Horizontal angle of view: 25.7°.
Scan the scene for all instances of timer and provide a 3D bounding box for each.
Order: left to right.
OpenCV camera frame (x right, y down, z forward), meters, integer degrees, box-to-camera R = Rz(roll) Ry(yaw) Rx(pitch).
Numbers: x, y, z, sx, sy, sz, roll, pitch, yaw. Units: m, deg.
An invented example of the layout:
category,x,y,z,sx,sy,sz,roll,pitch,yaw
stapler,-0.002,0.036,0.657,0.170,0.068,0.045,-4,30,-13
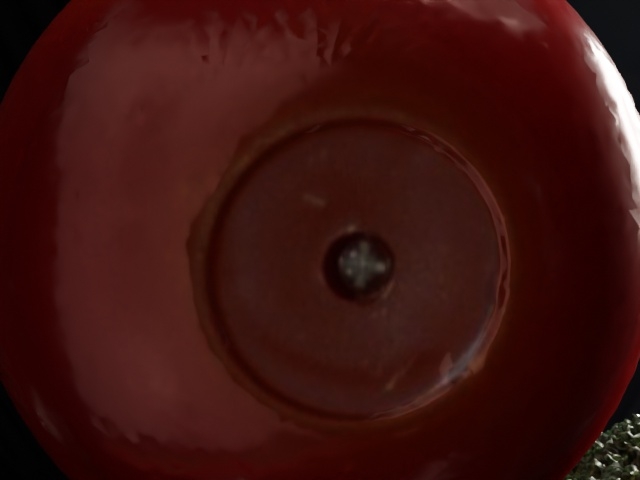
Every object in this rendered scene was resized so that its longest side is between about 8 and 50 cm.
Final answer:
category,x,y,z,sx,sy,sz,roll,pitch,yaw
timer,0.000,0.000,0.782,0.378,0.378,0.279,-26,-171,-1

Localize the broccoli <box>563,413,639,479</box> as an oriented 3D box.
category,x,y,z,sx,sy,sz,roll,pitch,yaw
broccoli,0.261,0.280,1.069,0.249,0.301,0.375,-16,-177,6
